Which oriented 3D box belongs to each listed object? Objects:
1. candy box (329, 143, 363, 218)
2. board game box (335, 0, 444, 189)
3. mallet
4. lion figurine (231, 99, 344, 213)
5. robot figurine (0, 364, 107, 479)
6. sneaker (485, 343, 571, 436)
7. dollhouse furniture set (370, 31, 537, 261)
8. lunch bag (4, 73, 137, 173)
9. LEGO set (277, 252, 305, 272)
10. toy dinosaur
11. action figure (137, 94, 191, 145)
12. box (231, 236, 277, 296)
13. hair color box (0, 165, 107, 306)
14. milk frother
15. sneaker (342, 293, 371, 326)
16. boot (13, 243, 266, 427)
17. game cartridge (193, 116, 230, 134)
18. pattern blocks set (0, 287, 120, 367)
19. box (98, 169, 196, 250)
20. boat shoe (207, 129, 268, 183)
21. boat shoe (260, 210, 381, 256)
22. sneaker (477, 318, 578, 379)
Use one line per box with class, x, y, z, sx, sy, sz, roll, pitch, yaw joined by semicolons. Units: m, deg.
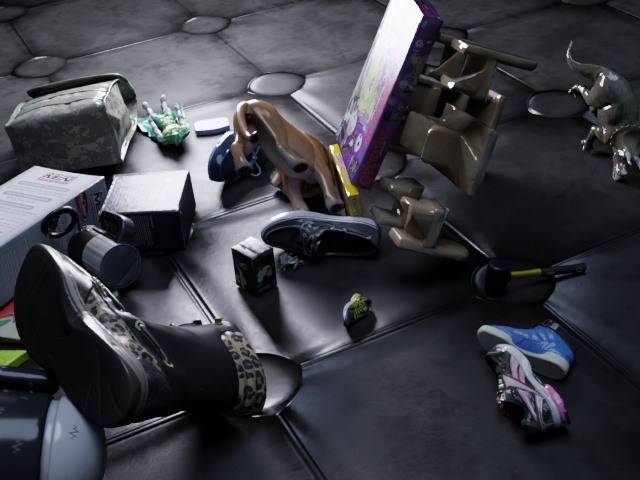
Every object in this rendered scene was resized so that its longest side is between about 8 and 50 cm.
candy box;0.053;-0.098;1.877;0.027;0.105;0.206;-15;34;-1
board game box;0.121;-0.293;1.788;0.056;0.347;0.208;11;29;-21
mallet;0.374;0.065;1.665;0.189;0.062;0.039;1;33;-18
lion figurine;-0.075;-0.176;1.822;0.142;0.392;0.240;-24;57;7
robot figurine;-0.432;0.292;1.294;0.278;0.209;0.173;4;8;-8
sneaker;0.288;0.222;1.412;0.077;0.072;0.178;-26;32;-10
dollhouse furniture set;0.263;-0.189;1.783;0.256;0.362;0.394;11;17;-17
lunch bag;-0.555;-0.280;2.173;0.235;0.169;0.287;-10;29;4
LEGO set;-0.072;0.037;1.767;0.083;0.024;0.054;-11;35;-8
toy dinosaur;0.606;-0.276;1.977;0.120;0.314;0.160;-9;-5;-24
action figure;-0.360;-0.275;2.230;0.137;0.064;0.232;-26;35;-10
box;-0.118;0.047;1.706;0.062;0.083;0.052;26;44;38
hair color box;-0.584;-0.008;1.795;0.185;0.114;0.374;10;33;25
milk frother;-0.420;0.009;1.731;0.143;0.129;0.134;-4;17;-40
sneaker;0.063;0.119;1.623;0.035;0.031;0.083;9;37;19
boot;-0.272;0.145;1.422;0.284;0.138;0.377;12;18;-46
game cartridge;-0.257;-0.270;2.252;0.083;0.017;0.056;-10;31;-6
pattern blocks set;-0.524;0.130;1.690;0.324;0.026;0.285;-3;34;2
box;-0.339;-0.059;1.883;0.158;0.093;0.156;-3;34;5
boat shoe;-0.149;-0.205;2.063;0.089;0.109;0.258;16;42;23
boat shoe;0.000;0.000;1.774;0.228;0.080;0.076;4;33;0
sneaker;0.331;0.156;1.505;0.152;0.058;0.084;20;47;26
